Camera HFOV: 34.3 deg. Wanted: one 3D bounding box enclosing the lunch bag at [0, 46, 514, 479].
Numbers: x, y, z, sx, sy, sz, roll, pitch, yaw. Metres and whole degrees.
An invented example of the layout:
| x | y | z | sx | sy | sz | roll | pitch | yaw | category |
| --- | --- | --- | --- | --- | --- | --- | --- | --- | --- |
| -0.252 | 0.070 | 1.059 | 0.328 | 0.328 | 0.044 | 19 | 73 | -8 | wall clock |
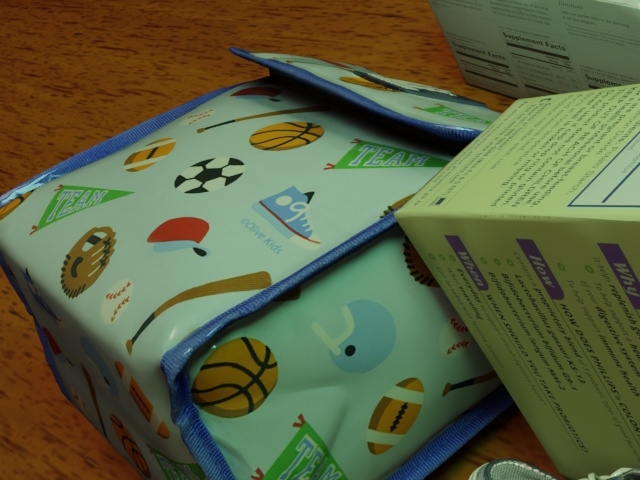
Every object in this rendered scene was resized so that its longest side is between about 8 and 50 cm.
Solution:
| x | y | z | sx | sy | sz | roll | pitch | yaw | category |
| --- | --- | --- | --- | --- | --- | --- | --- | --- | --- |
| 0.000 | 0.000 | 0.761 | 0.385 | 0.238 | 0.328 | -30 | 33 | -23 | lunch bag |

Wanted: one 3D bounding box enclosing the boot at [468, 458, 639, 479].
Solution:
| x | y | z | sx | sy | sz | roll | pitch | yaw | category |
| --- | --- | --- | --- | --- | --- | --- | --- | --- | --- |
| 0.155 | 0.151 | 0.572 | 0.069 | 0.086 | 0.190 | -16 | 29 | -32 | boot |

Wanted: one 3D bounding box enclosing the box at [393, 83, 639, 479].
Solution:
| x | y | z | sx | sy | sz | roll | pitch | yaw | category |
| --- | --- | --- | --- | --- | --- | --- | --- | --- | --- |
| 0.193 | 0.035 | 0.531 | 0.117 | 0.213 | 0.243 | -42 | 20 | -21 | box |

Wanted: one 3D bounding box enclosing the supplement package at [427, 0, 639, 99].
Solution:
| x | y | z | sx | sy | sz | roll | pitch | yaw | category |
| --- | --- | --- | --- | --- | --- | --- | --- | --- | --- |
| 0.252 | -0.224 | 0.888 | 0.204 | 0.145 | 0.262 | -44 | 39 | -13 | supplement package |
